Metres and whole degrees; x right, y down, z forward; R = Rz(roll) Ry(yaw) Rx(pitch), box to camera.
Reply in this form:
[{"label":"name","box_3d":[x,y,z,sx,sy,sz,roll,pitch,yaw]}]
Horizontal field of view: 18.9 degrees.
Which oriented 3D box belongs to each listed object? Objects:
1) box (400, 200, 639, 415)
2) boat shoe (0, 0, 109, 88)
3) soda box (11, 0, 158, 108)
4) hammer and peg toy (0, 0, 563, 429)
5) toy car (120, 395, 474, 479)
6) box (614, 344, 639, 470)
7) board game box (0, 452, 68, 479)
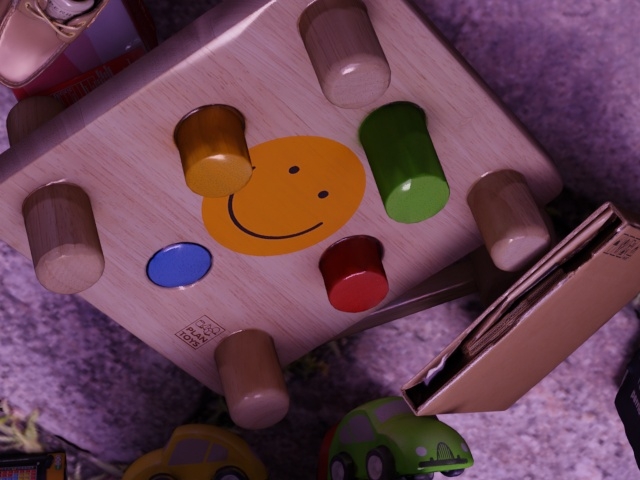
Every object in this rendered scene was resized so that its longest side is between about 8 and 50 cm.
[{"label":"box","box_3d":[0.139,0.046,1.161,0.164,0.201,0.021,-43,74,12]},{"label":"boat shoe","box_3d":[-0.137,-0.134,1.017,0.050,0.045,0.135,27,109,-23]},{"label":"soda box","box_3d":[-0.179,-0.192,1.059,0.083,0.092,0.263,-24,120,4]},{"label":"hammer and peg toy","box_3d":[0.000,0.000,1.111,0.266,0.127,0.361,-32,138,15]},{"label":"toy car","box_3d":[0.014,0.129,1.196,0.239,0.225,0.053,-2,80,-33]},{"label":"box","box_3d":[0.502,0.029,1.150,0.479,0.297,0.472,13,116,-13]},{"label":"board game box","box_3d":[-0.240,0.229,1.324,0.141,0.048,0.170,-3,120,-6]}]
